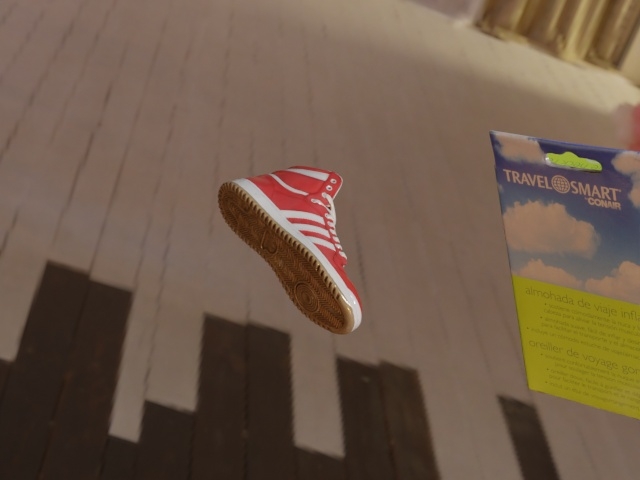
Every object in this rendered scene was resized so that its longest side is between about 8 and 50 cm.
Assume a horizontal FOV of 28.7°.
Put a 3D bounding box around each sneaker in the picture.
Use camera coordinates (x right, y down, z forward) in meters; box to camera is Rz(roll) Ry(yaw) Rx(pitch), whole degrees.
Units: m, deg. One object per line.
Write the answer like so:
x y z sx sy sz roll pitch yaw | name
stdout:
0.000 0.000 0.729 0.067 0.042 0.118 -22 60 -39 | sneaker

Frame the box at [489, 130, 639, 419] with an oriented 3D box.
0.160 0.016 0.702 0.109 0.178 0.042 12 38 39 | box
